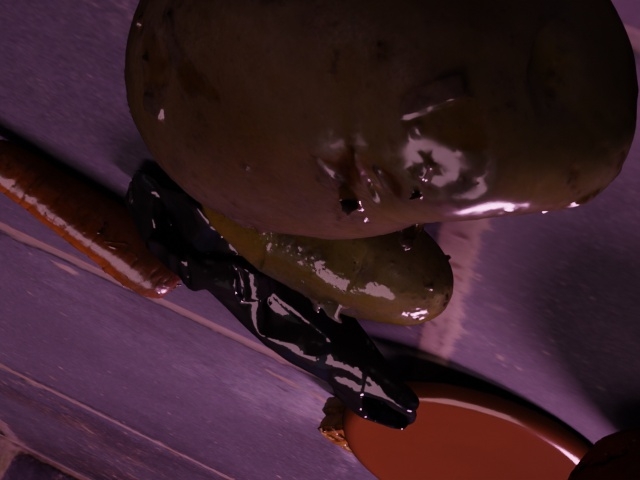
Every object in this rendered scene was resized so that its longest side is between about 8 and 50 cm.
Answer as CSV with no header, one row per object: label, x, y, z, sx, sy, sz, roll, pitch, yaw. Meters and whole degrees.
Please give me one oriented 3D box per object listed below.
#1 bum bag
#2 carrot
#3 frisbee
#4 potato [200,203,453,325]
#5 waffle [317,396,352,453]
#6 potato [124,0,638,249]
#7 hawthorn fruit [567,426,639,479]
bum bag,-0.030,0.051,1.145,0.310,0.074,0.137,40,170,-18
carrot,-0.218,-0.030,1.222,0.248,0.059,0.059,34,160,-12
frisbee,0.137,0.198,1.303,0.251,0.021,0.251,15,147,10
potato,0.000,0.000,0.966,0.188,0.085,0.105,31,159,4
waffle,0.067,0.190,1.420,0.102,0.042,0.148,34,160,-16
potato,0.014,-0.076,0.652,0.262,0.165,0.165,9,154,34
hawthorn fruit,0.258,0.300,1.071,0.276,0.307,0.276,36,172,6
